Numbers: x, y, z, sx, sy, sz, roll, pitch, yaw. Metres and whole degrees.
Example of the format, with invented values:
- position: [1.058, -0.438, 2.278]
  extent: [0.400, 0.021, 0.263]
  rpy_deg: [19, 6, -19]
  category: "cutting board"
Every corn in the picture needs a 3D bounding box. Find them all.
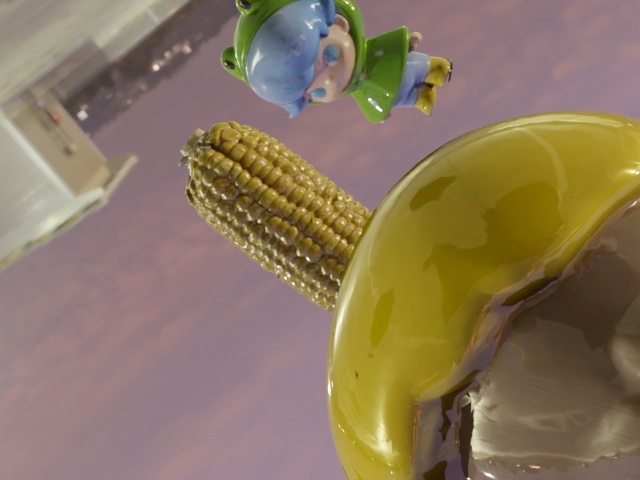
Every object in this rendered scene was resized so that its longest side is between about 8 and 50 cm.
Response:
- position: [0.000, 0.000, 0.722]
  extent: [0.080, 0.238, 0.080]
  rpy_deg: [-53, 174, -8]
  category: "corn"

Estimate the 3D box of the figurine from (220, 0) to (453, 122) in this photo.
- position: [0.018, -0.215, 1.235]
  extent: [0.143, 0.263, 0.162]
  rpy_deg: [-85, -168, -46]
  category: "figurine"

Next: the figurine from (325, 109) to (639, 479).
- position: [0.155, 0.066, 0.364]
  extent: [0.344, 0.215, 0.187]
  rpy_deg: [12, -158, 42]
  category: "figurine"
